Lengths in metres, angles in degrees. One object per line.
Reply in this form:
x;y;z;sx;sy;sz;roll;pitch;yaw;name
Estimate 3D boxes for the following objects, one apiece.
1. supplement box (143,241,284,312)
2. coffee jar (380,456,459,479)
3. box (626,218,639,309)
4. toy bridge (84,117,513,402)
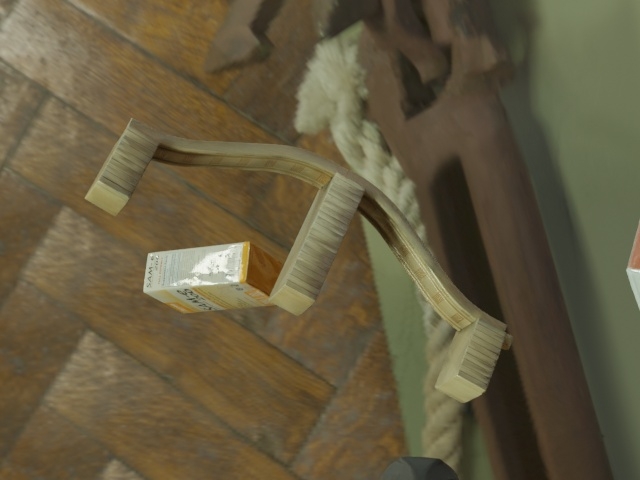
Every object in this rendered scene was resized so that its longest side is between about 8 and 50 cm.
-0.086;0.032;1.111;0.098;0.062;0.036;-7;67;28;supplement box
0.092;0.297;1.285;0.079;0.096;0.184;1;122;4;coffee jar
0.242;-0.006;0.614;0.170;0.091;0.130;2;53;29;box
0.000;0.000;0.570;0.188;0.026;0.063;28;64;-9;toy bridge
